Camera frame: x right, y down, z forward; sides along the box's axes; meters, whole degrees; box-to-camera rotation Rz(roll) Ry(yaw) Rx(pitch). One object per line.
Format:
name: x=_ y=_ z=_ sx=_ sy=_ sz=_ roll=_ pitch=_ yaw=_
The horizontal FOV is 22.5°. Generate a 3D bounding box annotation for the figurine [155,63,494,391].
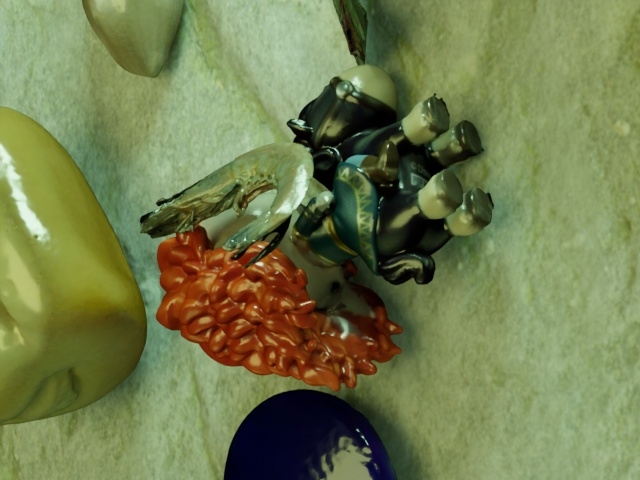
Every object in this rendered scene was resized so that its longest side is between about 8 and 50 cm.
figurine: x=0.003 y=-0.011 z=1.798 sx=0.306 sy=0.241 sz=0.412 roll=46 pitch=108 yaw=26

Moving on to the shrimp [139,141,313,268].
shrimp: x=-0.100 y=-0.026 z=1.719 sx=0.219 sy=0.046 sz=0.152 roll=-22 pitch=41 yaw=19

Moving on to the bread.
bread: x=-0.395 y=0.049 z=2.102 sx=0.348 sy=0.253 sz=0.376 roll=-50 pitch=61 yaw=36

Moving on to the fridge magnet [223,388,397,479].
fridge magnet: x=-0.007 y=0.305 z=1.878 sx=0.265 sy=0.113 sz=0.265 roll=2 pitch=93 yaw=40

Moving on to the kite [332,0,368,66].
kite: x=0.019 y=-0.293 z=1.808 sx=0.229 sy=0.012 sz=0.250 roll=-119 pitch=13 yaw=-55

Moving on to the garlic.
garlic: x=-0.257 y=-0.367 z=2.073 sx=0.143 sy=0.112 sz=0.318 roll=-36 pitch=59 yaw=39
